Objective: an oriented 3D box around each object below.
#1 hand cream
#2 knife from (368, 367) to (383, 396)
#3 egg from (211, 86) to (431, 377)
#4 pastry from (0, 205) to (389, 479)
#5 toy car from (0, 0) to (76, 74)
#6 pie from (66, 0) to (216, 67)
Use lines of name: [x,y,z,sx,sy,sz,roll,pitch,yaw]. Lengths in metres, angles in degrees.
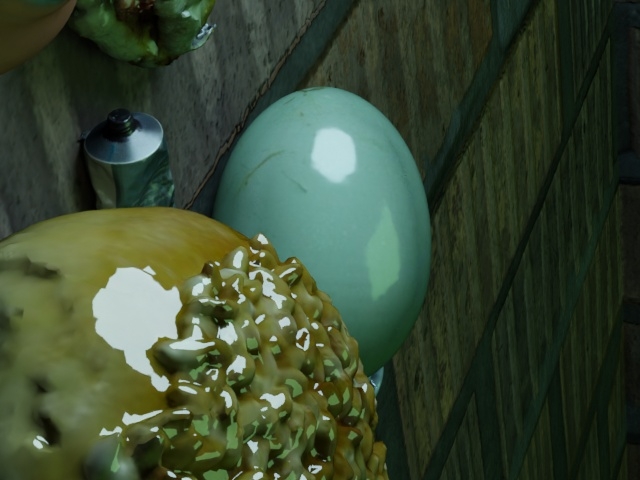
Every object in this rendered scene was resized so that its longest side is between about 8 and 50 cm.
hand cream: [-0.109,0.015,1.055,0.075,0.052,0.248,-62,151,-44]
knife: [-0.030,0.186,1.351,0.331,0.044,0.080,-43,142,-52]
egg: [0.000,0.000,1.179,0.168,0.168,0.230,-13,107,-69]
pastry: [-0.098,0.182,0.856,0.409,0.245,0.409,6,90,-68]
toy car: [-0.179,-0.162,0.586,0.180,0.212,0.270,-29,122,-66]
pie: [-0.094,-0.243,0.987,0.257,0.105,0.274,71,31,-78]
